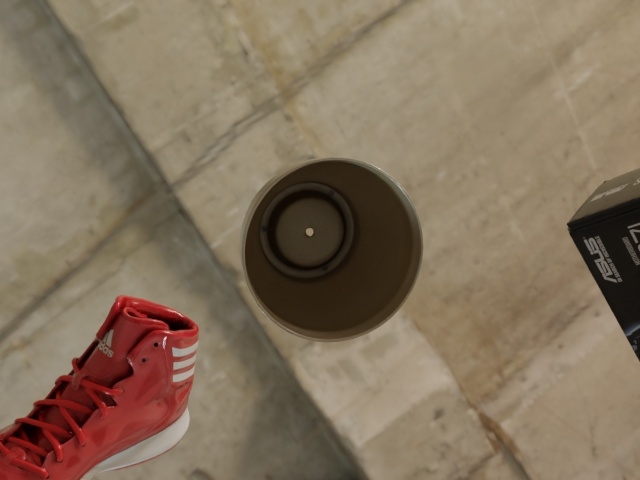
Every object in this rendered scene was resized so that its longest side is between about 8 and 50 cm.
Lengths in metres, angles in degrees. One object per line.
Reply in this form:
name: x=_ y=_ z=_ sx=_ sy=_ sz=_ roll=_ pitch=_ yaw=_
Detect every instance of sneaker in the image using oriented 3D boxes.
sneaker: x=-0.161 y=0.101 z=0.736 sx=0.087 sy=0.128 sz=0.221 roll=29 pitch=-146 yaw=21

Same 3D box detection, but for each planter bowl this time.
planter bowl: x=0.000 y=0.000 z=1.064 sx=0.162 sy=0.162 sz=0.109 roll=-34 pitch=-164 yaw=-6

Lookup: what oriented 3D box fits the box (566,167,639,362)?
box: x=0.273 y=0.029 z=0.770 sx=0.147 sy=0.180 sz=0.077 roll=-21 pitch=-167 yaw=42
